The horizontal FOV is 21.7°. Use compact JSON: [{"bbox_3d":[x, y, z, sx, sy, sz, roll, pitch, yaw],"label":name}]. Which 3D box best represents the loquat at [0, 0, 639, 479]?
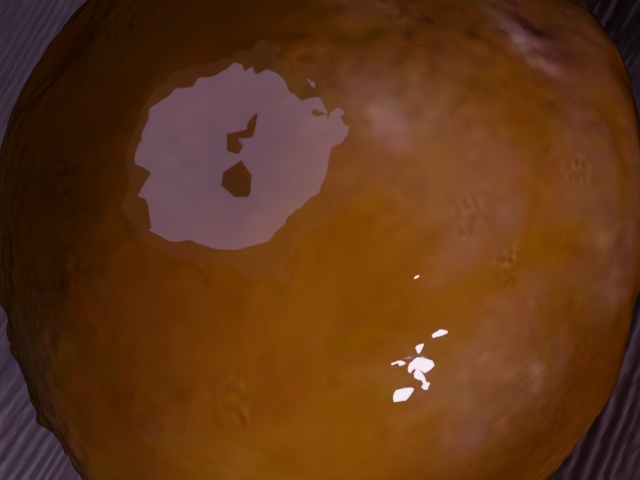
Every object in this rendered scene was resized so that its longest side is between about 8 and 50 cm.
[{"bbox_3d":[0.000,0.000,0.794,0.328,0.328,0.328,-13,60,23],"label":"loquat"}]
